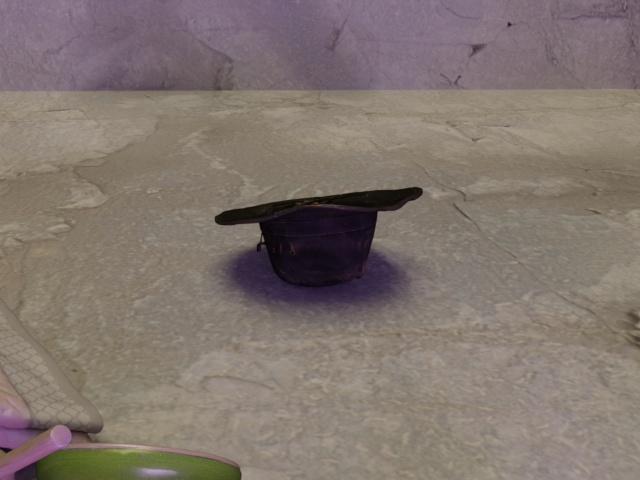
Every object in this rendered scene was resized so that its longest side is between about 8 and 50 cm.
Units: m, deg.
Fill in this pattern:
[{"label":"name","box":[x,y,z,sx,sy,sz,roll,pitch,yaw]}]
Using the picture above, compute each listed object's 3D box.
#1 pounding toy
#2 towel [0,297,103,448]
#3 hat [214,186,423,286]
[{"label":"pounding toy","box":[-0.182,0.241,0.703,0.183,0.110,0.237,-19,-31,38]},{"label":"towel","box":[-0.422,0.096,0.861,0.332,0.053,0.317,35,4,39]},{"label":"hat","box":[0.000,0.000,1.266,0.331,0.134,0.331,-6,5,1]}]
